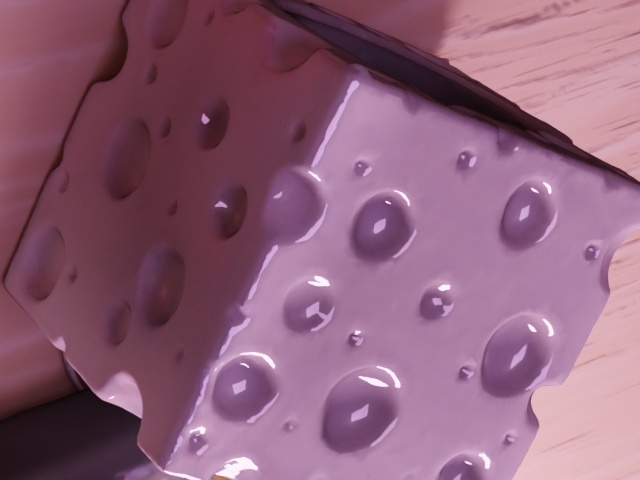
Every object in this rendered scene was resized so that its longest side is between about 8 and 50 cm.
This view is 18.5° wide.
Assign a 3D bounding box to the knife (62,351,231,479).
[{"bbox_3d":[-0.090,0.129,1.302,0.046,0.022,0.256,-42,124,4],"label":"knife"}]

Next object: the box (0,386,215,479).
[{"bbox_3d":[-0.144,0.225,1.240,0.178,0.138,0.274,-24,125,-17],"label":"box"}]

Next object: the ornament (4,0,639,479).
[{"bbox_3d":[0.000,0.000,1.154,0.239,0.240,0.240,17,104,-37],"label":"ornament"}]
